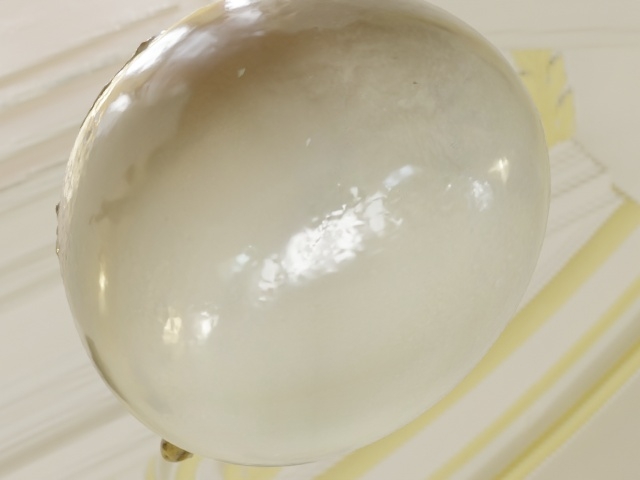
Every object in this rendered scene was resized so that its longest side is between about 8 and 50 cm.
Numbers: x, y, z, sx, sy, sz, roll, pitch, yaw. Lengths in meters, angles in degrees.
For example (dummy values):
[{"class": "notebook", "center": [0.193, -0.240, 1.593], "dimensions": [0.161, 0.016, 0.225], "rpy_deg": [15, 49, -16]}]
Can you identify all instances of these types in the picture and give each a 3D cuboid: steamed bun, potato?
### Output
[{"class": "steamed bun", "center": [0.000, 0.000, 0.866], "dimensions": [0.324, 0.324, 0.206], "rpy_deg": [-25, -133, -14]}, {"class": "potato", "center": [-0.130, 0.186, 1.353], "dimensions": [0.040, 0.083, 0.051], "rpy_deg": [50, -149, 17]}]
